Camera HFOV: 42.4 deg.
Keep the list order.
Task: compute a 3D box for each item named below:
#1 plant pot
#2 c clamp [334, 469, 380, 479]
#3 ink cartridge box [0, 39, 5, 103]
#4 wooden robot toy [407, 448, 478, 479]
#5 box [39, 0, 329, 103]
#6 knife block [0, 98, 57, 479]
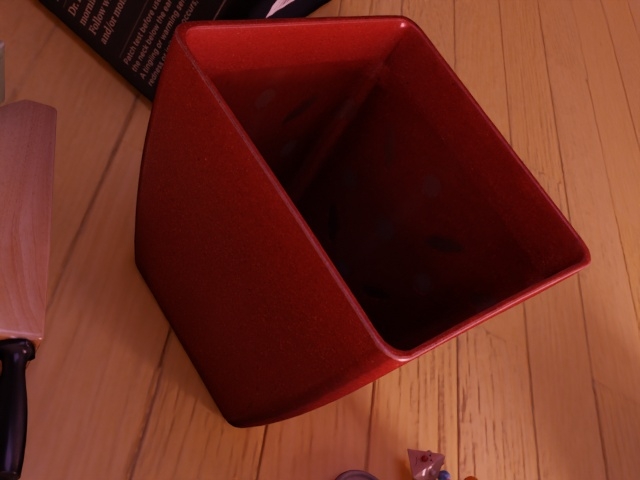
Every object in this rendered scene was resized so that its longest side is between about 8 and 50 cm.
[{"bbox_3d":[0.000,0.000,0.670,0.267,0.236,0.267,-17,68,-45],"label":"plant pot"},{"bbox_3d":[0.053,0.264,0.649,0.161,0.022,0.137,48,41,5],"label":"c clamp"},{"bbox_3d":[-0.354,-0.102,0.537,0.235,0.056,0.171,13,35,-1],"label":"ink cartridge box"},{"bbox_3d":[0.138,0.237,0.682,0.076,0.079,0.173,14,45,-54],"label":"wooden robot toy"},{"bbox_3d":[-0.160,-0.472,0.904,0.472,0.297,0.480,43,41,-1],"label":"box"},{"bbox_3d":[-0.228,0.048,0.563,0.242,0.088,0.275,46,40,3],"label":"knife block"}]
